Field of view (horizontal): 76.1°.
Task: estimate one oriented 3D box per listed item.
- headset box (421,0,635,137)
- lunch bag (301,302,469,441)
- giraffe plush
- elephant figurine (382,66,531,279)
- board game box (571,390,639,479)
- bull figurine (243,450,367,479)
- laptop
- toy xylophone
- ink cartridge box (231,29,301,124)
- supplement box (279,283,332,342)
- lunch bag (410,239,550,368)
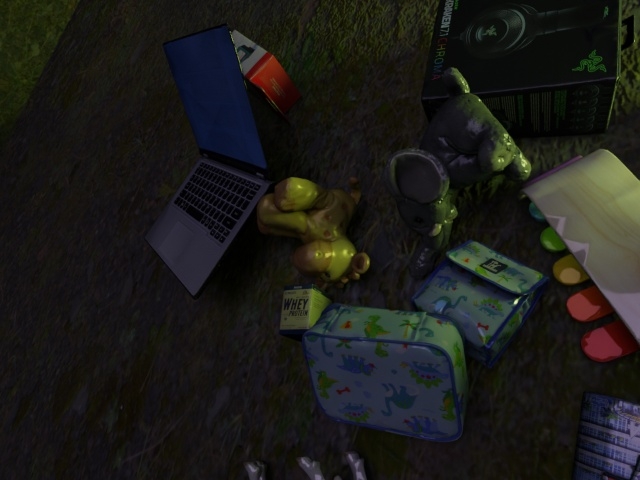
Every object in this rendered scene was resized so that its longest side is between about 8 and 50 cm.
[{"bbox_3d":[0.335,-0.304,0.669,0.283,0.131,0.246,5,72,30],"label":"headset box"},{"bbox_3d":[0.089,0.184,0.572,0.219,0.090,0.176,-3,112,30],"label":"lunch bag"},{"bbox_3d":[0.000,0.000,0.722,0.210,0.181,0.171,-7,72,-12],"label":"giraffe plush"},{"bbox_3d":[0.176,-0.090,0.632,0.239,0.169,0.186,-37,43,26],"label":"elephant figurine"},{"bbox_3d":[0.378,0.284,0.429,0.194,0.060,0.194,8,72,31],"label":"board game box"},{"bbox_3d":[-0.057,0.417,0.582,0.310,0.101,0.188,-18,60,21],"label":"bull figurine"},{"bbox_3d":[-0.287,-0.166,0.830,0.382,0.236,0.408,27,82,51],"label":"laptop"},{"bbox_3d":[0.412,0.001,0.521,0.236,0.081,0.323,-22,60,19],"label":"toy xylophone"},{"bbox_3d":[-0.135,-0.382,0.958,0.078,0.134,0.231,-46,56,3],"label":"ink cartridge box"},{"bbox_3d":[-0.023,0.127,0.702,0.056,0.083,0.083,-7,64,25],"label":"supplement box"},{"bbox_3d":[0.228,0.078,0.587,0.151,0.096,0.129,-45,50,-15],"label":"lunch bag"}]
